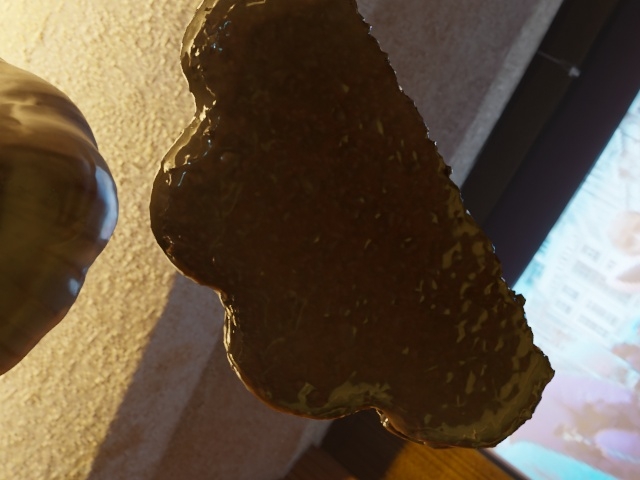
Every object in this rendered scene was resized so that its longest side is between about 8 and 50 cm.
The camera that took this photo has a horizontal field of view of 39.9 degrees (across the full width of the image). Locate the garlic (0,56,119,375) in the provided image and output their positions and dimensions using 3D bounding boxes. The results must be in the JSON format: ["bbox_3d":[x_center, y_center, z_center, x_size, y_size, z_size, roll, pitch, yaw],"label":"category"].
[{"bbox_3d":[-0.309,-0.014,0.648,0.317,0.317,0.259,-46,1,-17],"label":"garlic"}]

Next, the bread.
[{"bbox_3d":[0.001,-0.001,0.568,0.183,0.337,0.102,-29,3,-2],"label":"bread"}]
